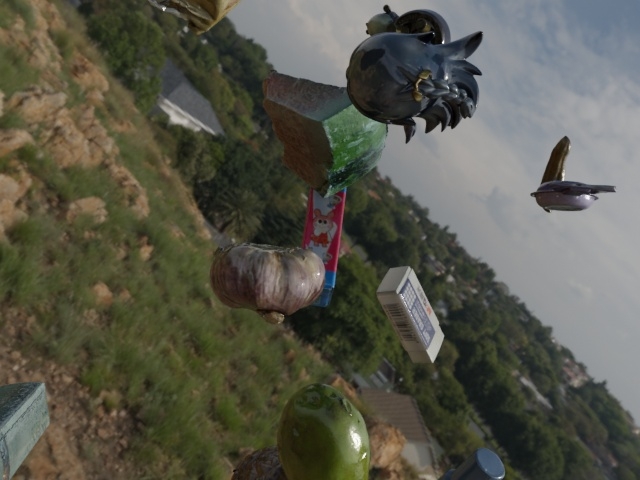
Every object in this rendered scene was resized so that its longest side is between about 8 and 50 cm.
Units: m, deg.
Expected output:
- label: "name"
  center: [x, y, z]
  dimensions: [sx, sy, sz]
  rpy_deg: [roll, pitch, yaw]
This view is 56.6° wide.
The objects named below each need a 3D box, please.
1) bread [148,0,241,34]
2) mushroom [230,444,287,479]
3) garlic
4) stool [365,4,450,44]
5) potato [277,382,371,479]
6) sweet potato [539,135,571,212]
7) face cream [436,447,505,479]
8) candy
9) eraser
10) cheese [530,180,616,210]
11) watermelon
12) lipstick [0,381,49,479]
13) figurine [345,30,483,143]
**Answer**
- label: "bread"
  center: [-0.147, -0.519, 0.937]
  dimensions: [0.183, 0.388, 0.236]
  rpy_deg: [38, 43, -13]
- label: "mushroom"
  center: [-0.134, 0.646, 1.563]
  dimensions: [0.153, 0.253, 0.253]
  rpy_deg: [62, 4, -14]
- label: "garlic"
  center: [-0.105, 0.086, 1.196]
  dimensions: [0.245, 0.160, 0.245]
  rpy_deg: [2, 5, 0]
- label: "stool"
  center: [0.178, -0.430, 1.251]
  dimensions: [0.217, 0.125, 0.121]
  rpy_deg: [31, 33, 20]
- label: "potato"
  center: [0.006, 0.405, 1.159]
  dimensions: [0.148, 0.186, 0.253]
  rpy_deg: [-64, 137, -81]
- label: "sweet potato"
  center: [0.550, -0.158, 1.393]
  dimensions: [0.054, 0.182, 0.053]
  rpy_deg: [-6, 24, -26]
- label: "face cream"
  center: [0.239, 0.568, 1.232]
  dimensions: [0.086, 0.385, 0.135]
  rpy_deg: [-3, 44, -46]
- label: "candy"
  center: [-0.001, 0.000, 1.526]
  dimensions: [0.100, 0.305, 0.157]
  rpy_deg: [9, -23, 0]
- label: "eraser"
  center: [0.267, 0.221, 1.749]
  dimensions: [0.279, 0.081, 0.124]
  rpy_deg: [61, 40, -23]
- label: "cheese"
  center: [0.396, -0.074, 0.953]
  dimensions: [0.105, 0.042, 0.191]
  rpy_deg: [6, -3, 11]
- label: "watermelon"
  center: [-0.003, -0.242, 1.412]
  dimensions: [0.302, 0.151, 0.264]
  rpy_deg: [16, -30, 17]
- label: "lipstick"
  center: [-0.399, 0.249, 0.699]
  dimensions: [0.289, 0.077, 0.076]
  rpy_deg: [-127, -148, -79]
- label: "figurine"
  center: [0.180, -0.290, 1.089]
  dimensions: [0.197, 0.265, 0.175]
  rpy_deg: [119, -33, -81]
